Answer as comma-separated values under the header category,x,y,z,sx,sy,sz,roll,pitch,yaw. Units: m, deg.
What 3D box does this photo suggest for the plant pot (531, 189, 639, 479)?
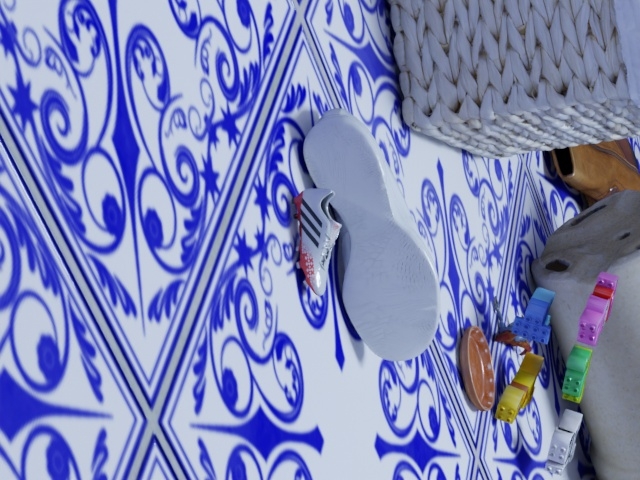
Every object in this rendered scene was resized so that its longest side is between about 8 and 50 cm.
category,x,y,z,sx,sy,sz,roll,pitch,yaw
plant pot,0.400,0.110,2.173,0.305,0.334,0.334,61,25,-17

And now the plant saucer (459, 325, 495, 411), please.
category,x,y,z,sx,sy,sz,roll,pitch,yaw
plant saucer,0.151,0.124,1.859,0.083,0.013,0.083,-11,90,-70

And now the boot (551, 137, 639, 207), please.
category,x,y,z,sx,sy,sz,roll,pitch,yaw
boot,0.362,-0.053,2.418,0.280,0.096,0.264,34,49,-63

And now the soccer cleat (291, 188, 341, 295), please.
category,x,y,z,sx,sy,sz,roll,pitch,yaw
soccer cleat,0.000,0.000,1.471,0.029,0.035,0.083,23,59,-67

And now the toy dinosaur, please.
category,x,y,z,sx,sy,sz,roll,pitch,yaw
toy dinosaur,0.206,0.100,1.991,0.082,0.047,0.090,-37,127,-48

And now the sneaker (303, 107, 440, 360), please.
category,x,y,z,sx,sy,sz,roll,pitch,yaw
sneaker,0.047,-0.009,1.563,0.094,0.080,0.212,-74,148,-74

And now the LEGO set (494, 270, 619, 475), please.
category,x,y,z,sx,sy,sz,roll,pitch,yaw
LEGO set,0.224,0.139,1.924,0.093,0.087,0.227,-49,152,-54

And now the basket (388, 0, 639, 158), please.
category,x,y,z,sx,sy,sz,roll,pitch,yaw
basket,0.225,-0.257,1.887,0.331,0.266,0.328,8,72,-70
